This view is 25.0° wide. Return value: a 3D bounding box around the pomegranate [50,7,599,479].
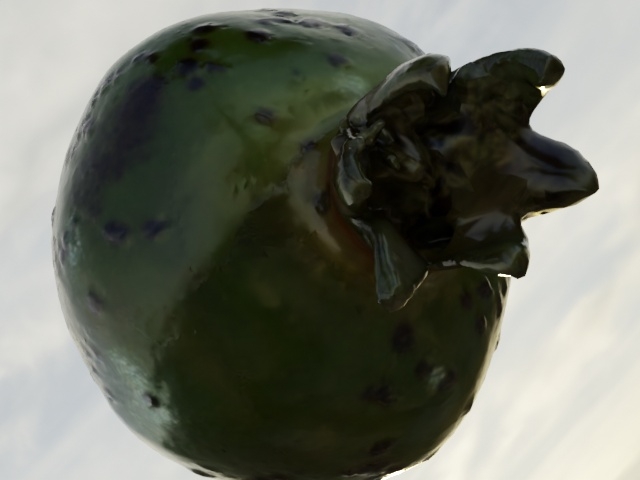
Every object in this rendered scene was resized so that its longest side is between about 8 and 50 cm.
[{"bbox_3d":[0.000,0.015,0.641,0.231,0.286,0.231,-7,-73,-25],"label":"pomegranate"}]
